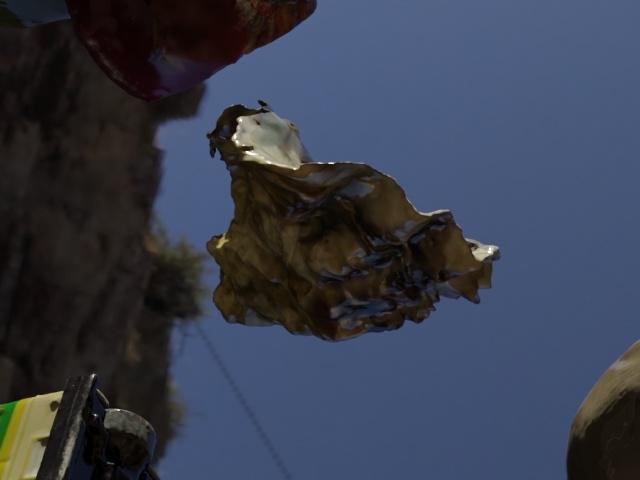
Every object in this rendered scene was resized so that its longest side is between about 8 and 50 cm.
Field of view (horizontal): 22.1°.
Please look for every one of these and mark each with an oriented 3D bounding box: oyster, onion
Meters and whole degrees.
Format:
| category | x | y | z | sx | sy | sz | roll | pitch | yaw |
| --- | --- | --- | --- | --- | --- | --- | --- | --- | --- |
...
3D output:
| category | x | y | z | sx | sy | sz | roll | pitch | yaw |
| --- | --- | --- | --- | --- | --- | --- | --- | --- | --- |
| oyster | -0.001 | 0.001 | 1.230 | 0.114 | 0.238 | 0.351 | -61 | -165 | -23 |
| onion | -0.152 | -0.254 | 1.569 | 0.216 | 0.206 | 0.207 | -19 | -76 | 43 |

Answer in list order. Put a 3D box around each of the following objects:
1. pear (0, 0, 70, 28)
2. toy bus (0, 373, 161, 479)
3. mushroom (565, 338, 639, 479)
| category | x | y | z | sx | sy | sz | roll | pitch | yaw |
| --- | --- | --- | --- | --- | --- | --- | --- | --- | --- |
| pear | -0.317 | -0.418 | 1.728 | 0.352 | 0.352 | 0.413 | 12 | -51 | 37 |
| toy bus | -0.179 | 0.257 | 1.206 | 0.179 | 0.305 | 0.143 | -11 | -138 | 19 |
| mushroom | 0.181 | 0.110 | 0.771 | 0.117 | 0.188 | 0.141 | -37 | -131 | 27 |
